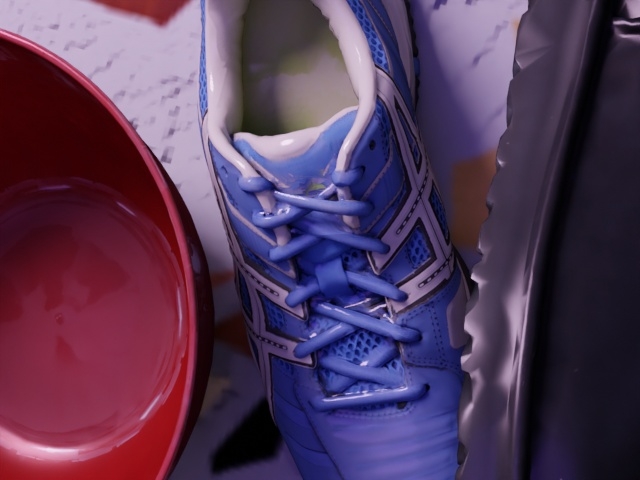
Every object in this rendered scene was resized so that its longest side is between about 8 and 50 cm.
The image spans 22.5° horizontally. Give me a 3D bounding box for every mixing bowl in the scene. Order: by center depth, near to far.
[{"bbox_3d":[-0.103,0.026,0.510,0.181,0.098,0.181,0,89,19],"label":"mixing bowl"}]

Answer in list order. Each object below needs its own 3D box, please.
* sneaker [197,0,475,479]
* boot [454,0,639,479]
[{"bbox_3d":[0.000,0.000,0.485,0.080,0.081,0.211,-17,85,16],"label":"sneaker"},{"bbox_3d":[0.149,0.008,0.407,0.207,0.094,0.246,3,68,20],"label":"boot"}]
